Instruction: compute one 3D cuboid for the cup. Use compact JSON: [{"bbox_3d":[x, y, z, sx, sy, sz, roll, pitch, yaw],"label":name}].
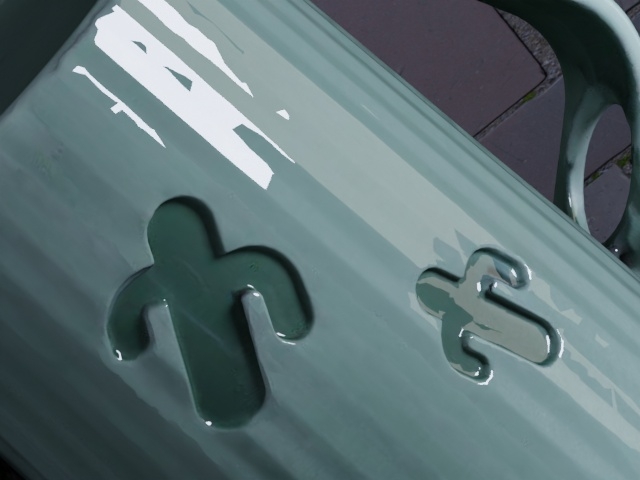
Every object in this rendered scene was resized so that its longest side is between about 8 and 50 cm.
[{"bbox_3d":[-0.018,0.010,0.986,0.392,0.310,0.401,43,44,-21],"label":"cup"}]
